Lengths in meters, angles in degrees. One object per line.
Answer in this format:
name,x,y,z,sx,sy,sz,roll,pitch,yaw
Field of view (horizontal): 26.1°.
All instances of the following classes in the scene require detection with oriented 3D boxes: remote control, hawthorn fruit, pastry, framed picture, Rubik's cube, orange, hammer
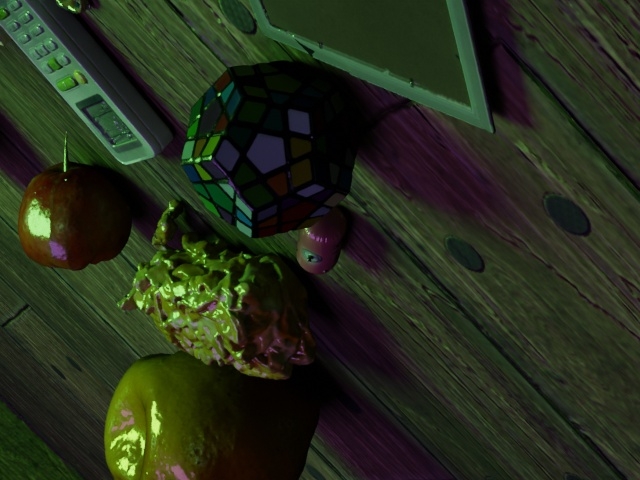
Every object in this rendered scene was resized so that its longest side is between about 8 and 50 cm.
remote control,-0.238,-0.175,1.272,0.250,0.034,0.103,50,157,-18
hawthorn fruit,-0.270,-0.027,1.482,0.125,0.125,0.140,19,149,46
pastry,-0.113,0.053,1.380,0.250,0.102,0.154,16,145,50
framed picture,0.004,-0.197,0.839,0.216,0.016,0.273,27,153,34
Rubik's cube,-0.037,-0.068,1.016,0.112,0.133,0.133,-6,133,29
orange,-0.114,0.194,1.505,0.249,0.249,0.183,7,108,56
hammer,0.000,0.000,1.171,0.043,0.043,0.083,39,156,10

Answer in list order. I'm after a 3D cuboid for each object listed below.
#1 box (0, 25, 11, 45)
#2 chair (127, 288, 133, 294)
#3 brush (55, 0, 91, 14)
box,-0.355,-0.228,1.402,0.093,0.015,0.058,17,148,46
chair,-0.189,0.070,1.629,0.086,0.037,0.042,34,169,12
brush,-0.237,-0.257,1.149,0.051,0.014,0.164,23,150,38
